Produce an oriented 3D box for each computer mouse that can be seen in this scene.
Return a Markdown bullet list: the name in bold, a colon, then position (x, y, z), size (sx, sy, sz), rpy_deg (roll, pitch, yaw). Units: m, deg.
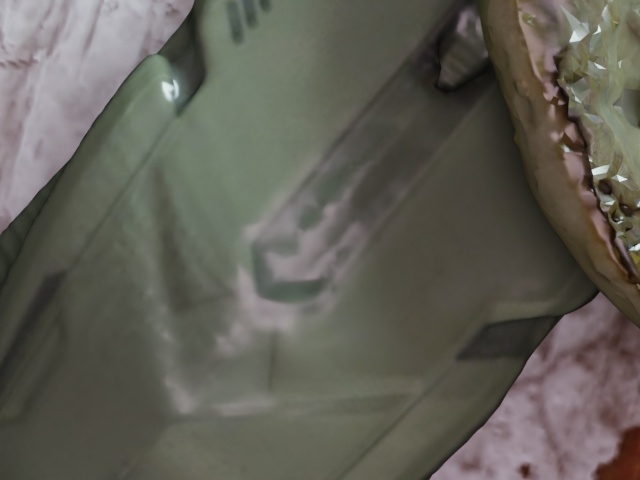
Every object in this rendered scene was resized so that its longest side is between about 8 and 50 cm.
- **computer mouse**: position (0.002, -0.002, 0.810), size (0.228, 0.145, 0.429), rpy_deg (39, 90, -2)

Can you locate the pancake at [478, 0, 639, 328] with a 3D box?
- **pancake**: position (0.227, -0.103, 0.790), size (0.387, 0.082, 0.386), rpy_deg (4, 81, -22)
